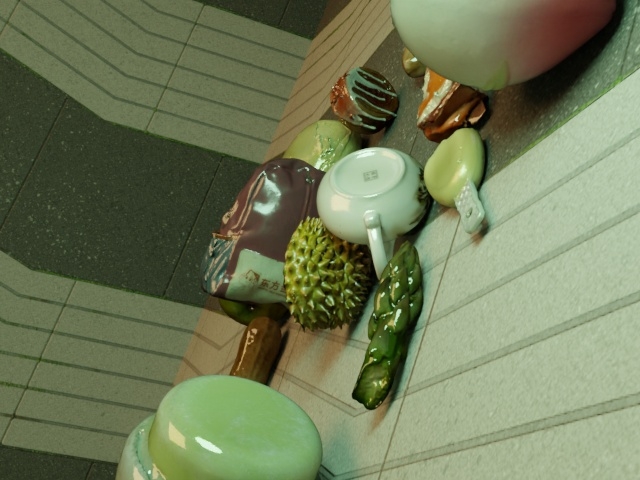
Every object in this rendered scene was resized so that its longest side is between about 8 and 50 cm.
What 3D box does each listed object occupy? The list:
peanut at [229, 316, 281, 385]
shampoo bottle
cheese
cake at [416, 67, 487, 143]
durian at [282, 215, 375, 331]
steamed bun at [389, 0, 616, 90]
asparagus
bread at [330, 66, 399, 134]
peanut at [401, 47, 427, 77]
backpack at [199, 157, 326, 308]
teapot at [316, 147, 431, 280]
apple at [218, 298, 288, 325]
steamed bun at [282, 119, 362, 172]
[{"bbox_3d":[-0.156,0.288,1.928,0.108,0.095,0.226,101,-172,-82],"label":"peanut"},{"bbox_3d":[-0.162,0.396,1.276,0.322,0.322,0.317,-104,36,-69],"label":"shampoo bottle"},{"bbox_3d":[0.220,-0.088,1.266,0.127,0.050,0.255,-57,17,24],"label":"cheese"},{"bbox_3d":[0.226,-0.279,1.465,0.135,0.098,0.287,-55,18,36],"label":"cake"},{"bbox_3d":[0.027,0.054,1.504,0.183,0.138,0.250,57,-136,-56],"label":"durian"},{"bbox_3d":[0.269,-0.347,1.133,0.309,0.309,0.309,-58,15,26],"label":"steamed bun"},{"bbox_3d":[0.112,0.118,1.261,0.080,0.080,0.287,-45,23,54],"label":"asparagus"},{"bbox_3d":[0.102,-0.322,1.881,0.073,0.160,0.160,-39,29,49],"label":"bread"},{"bbox_3d":[0.223,-0.417,1.769,0.152,0.076,0.076,-64,13,-17],"label":"peanut"},{"bbox_3d":[-0.082,-0.011,1.678,0.197,0.283,0.317,13,88,64],"label":"backpack"},{"bbox_3d":[0.095,-0.064,1.445,0.139,0.204,0.298,74,-165,-44],"label":"teapot"},{"bbox_3d":[-0.158,0.119,2.026,0.196,0.196,0.157,-54,6,38],"label":"apple"},{"bbox_3d":[-0.014,-0.199,2.075,0.232,0.166,0.273,-68,14,-7],"label":"steamed bun"}]
